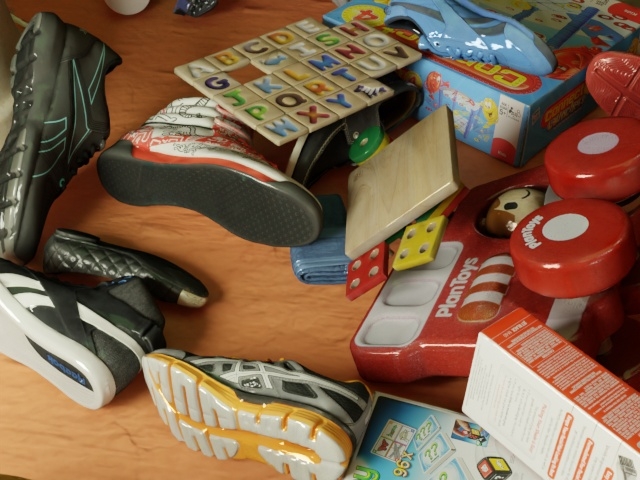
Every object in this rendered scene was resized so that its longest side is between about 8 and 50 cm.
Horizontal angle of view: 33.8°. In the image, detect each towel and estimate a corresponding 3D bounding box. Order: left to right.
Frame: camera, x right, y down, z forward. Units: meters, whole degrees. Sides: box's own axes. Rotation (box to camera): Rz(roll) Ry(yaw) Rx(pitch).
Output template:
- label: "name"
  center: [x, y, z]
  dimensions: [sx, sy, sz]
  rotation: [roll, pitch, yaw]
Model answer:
- label: "towel"
  center: [0.000, 0.000, 1.070]
  dimensions: [0.067, 0.029, 0.119]
  rotation: [-3, 41, -6]

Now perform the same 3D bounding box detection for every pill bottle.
- label: "pill bottle"
  center: [-0.268, -0.376, 1.470]
  dimensions: [0.078, 0.078, 0.137]
  rotation: [-2, 40, -6]

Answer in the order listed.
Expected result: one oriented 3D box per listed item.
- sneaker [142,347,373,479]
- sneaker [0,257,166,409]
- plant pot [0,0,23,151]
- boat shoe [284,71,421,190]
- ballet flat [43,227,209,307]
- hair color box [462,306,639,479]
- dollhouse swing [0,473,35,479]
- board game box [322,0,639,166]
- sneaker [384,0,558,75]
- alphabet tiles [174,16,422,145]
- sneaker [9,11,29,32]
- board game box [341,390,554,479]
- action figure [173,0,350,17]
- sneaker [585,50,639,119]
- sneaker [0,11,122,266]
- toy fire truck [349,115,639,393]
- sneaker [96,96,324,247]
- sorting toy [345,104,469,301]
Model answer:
- label: "sneaker"
  center: [-0.054, 0.130, 0.858]
  dimensions: [0.215, 0.084, 0.083]
  rotation: [16, 39, 29]
- label: "sneaker"
  center: [-0.232, 0.059, 0.958]
  dimensions: [0.217, 0.079, 0.121]
  rotation: [34, 45, 21]
- label: "plant pot"
  center: [-0.466, -0.244, 1.094]
  dimensions: [0.334, 0.305, 0.333]
  rotation: [-1, 45, 1]
- label: "boat shoe"
  center: [0.035, -0.123, 1.179]
  dimensions: [0.079, 0.084, 0.233]
  rotation: [31, 48, 13]
- label: "ballet flat"
  center: [-0.187, 0.034, 1.019]
  dimensions: [0.173, 0.049, 0.057]
  rotation: [19, 9, 13]
- label: "hair color box"
  center: [0.188, 0.136, 0.785]
  dimensions: [0.053, 0.093, 0.167]
  rotation: [-26, 49, -31]
- label: "dollhouse swing"
  center: [-0.288, 0.353, 0.606]
  dimensions: [0.315, 0.305, 0.347]
  rotation: [26, 19, -44]
- label: "board game box"
  center: [0.211, -0.249, 1.337]
  dimensions: [0.308, 0.086, 0.302]
  rotation: [30, 46, 29]
- label: "sneaker"
  center: [0.168, -0.227, 1.203]
  dimensions: [0.209, 0.069, 0.082]
  rotation: [33, 81, 20]
- label: "alphabet tiles"
  center: [-0.012, -0.191, 1.180]
  dimensions: [0.237, 0.009, 0.198]
  rotation: [-27, 45, -29]
- label: "sneaker"
  center: [-0.367, -0.241, 1.329]
  dimensions: [0.175, 0.064, 0.067]
  rotation: [17, 64, 23]
- label: "board game box"
  center: [0.089, 0.252, 0.752]
  dimensions: [0.193, 0.053, 0.305]
  rotation: [13, 41, 12]
- label: "action figure"
  center: [-0.048, -0.423, 1.440]
  dimensions: [0.330, 0.341, 0.178]
  rotation: [40, 20, 8]
- label: "sneaker"
  center: [0.414, -0.177, 1.262]
  dimensions: [0.221, 0.087, 0.128]
  rotation: [27, 29, -7]
- label: "sneaker"
  center: [-0.266, -0.099, 1.066]
  dimensions: [0.106, 0.101, 0.267]
  rotation: [18, 73, -33]
- label: "toy fire truck"
  center: [0.184, 0.017, 0.975]
  dimensions: [0.254, 0.169, 0.302]
  rotation: [-1, 37, 30]
- label: "sneaker"
  center: [-0.089, -0.083, 1.102]
  dimensions: [0.270, 0.090, 0.145]
  rotation: [13, 41, 27]
- label: "sorting toy"
  center: [0.088, -0.043, 1.021]
  dimensions: [0.046, 0.132, 0.274]
  rotation: [40, 30, -25]
